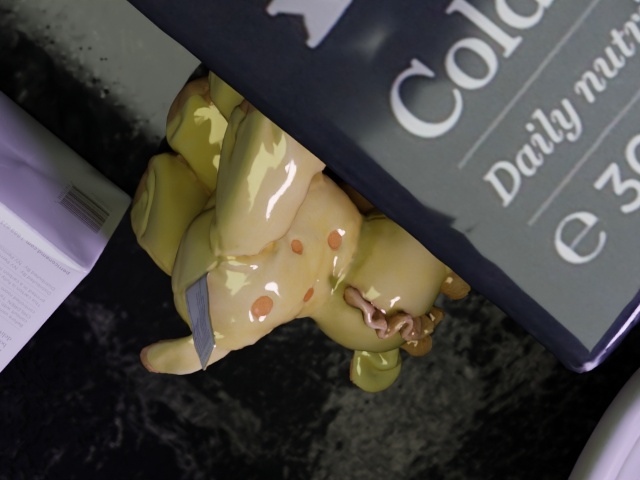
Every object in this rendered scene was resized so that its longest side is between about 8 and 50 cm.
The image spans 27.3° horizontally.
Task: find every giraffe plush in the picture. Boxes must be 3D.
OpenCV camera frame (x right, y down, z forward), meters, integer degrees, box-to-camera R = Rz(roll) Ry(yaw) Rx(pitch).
[{"bbox_3d":[0.000,0.000,0.775,0.170,0.210,0.181,14,143,-27],"label":"giraffe plush"}]

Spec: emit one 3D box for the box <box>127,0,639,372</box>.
[{"bbox_3d":[0.069,-0.290,0.523,0.471,0.297,0.480,39,97,6],"label":"box"}]

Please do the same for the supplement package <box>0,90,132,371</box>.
[{"bbox_3d":[-0.251,0.038,0.801,0.134,0.139,0.244,40,107,-10],"label":"supplement package"}]

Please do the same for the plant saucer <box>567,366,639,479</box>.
[{"bbox_3d":[0.266,0.207,0.810,0.400,0.100,0.401,-4,99,-29],"label":"plant saucer"}]
